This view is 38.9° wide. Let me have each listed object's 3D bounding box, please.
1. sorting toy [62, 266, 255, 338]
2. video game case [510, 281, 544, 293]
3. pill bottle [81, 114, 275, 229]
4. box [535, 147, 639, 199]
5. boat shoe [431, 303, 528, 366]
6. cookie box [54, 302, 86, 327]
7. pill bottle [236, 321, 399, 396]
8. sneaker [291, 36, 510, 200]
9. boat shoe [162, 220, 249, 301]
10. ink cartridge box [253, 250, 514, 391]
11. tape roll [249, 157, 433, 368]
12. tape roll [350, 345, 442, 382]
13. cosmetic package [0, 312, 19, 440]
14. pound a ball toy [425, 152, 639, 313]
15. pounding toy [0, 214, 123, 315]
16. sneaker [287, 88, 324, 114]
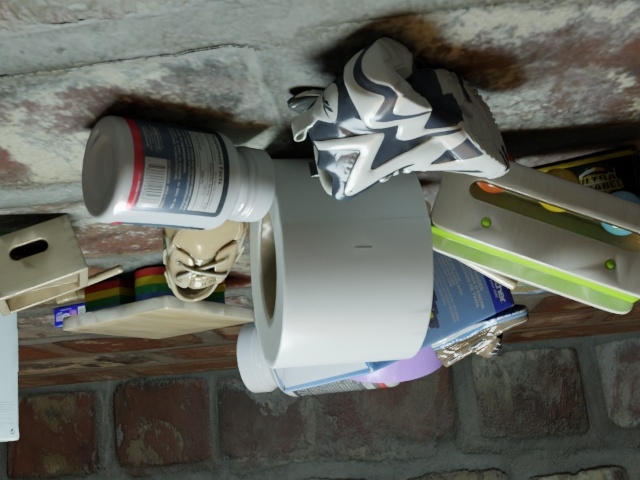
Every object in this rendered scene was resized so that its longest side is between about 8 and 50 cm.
[{"bbox_3d":[-0.296,0.115,1.685,0.255,0.089,0.257,-13,164,30],"label":"sorting toy"},{"bbox_3d":[0.451,0.090,1.984,0.212,0.023,0.193,2,165,-26],"label":"video game case"},{"bbox_3d":[-0.143,-0.065,0.937,0.180,0.108,0.108,5,164,-36],"label":"pill bottle"},{"bbox_3d":[0.363,-0.036,1.312,0.257,0.079,0.322,-10,166,29],"label":"box"},{"bbox_3d":[0.282,0.166,1.564,0.183,0.066,0.066,-24,-177,26],"label":"boat shoe"},{"bbox_3d":[-0.494,0.163,1.922,0.092,0.040,0.107,-12,166,25],"label":"cookie box"},{"bbox_3d":[0.002,0.255,2.123,0.363,0.210,0.210,-9,166,19],"label":"pill bottle"},{"bbox_3d":[0.069,-0.093,0.867,0.153,0.094,0.235,-28,156,32],"label":"sneaker"},{"bbox_3d":[-0.156,0.010,1.243,0.122,0.110,0.341,-2,167,-11],"label":"boat shoe"},{"bbox_3d":[0.129,0.108,1.530,0.395,0.151,0.270,-21,178,-36],"label":"ink cartridge box"},{"bbox_3d":[0.016,0.024,1.067,0.169,0.246,0.246,-2,166,-13],"label":"tape roll"},{"bbox_3d":[0.120,0.180,1.814,0.275,0.090,0.275,-2,-160,1],"label":"tape roll"},{"bbox_3d":[-0.672,0.201,1.494,0.377,0.284,0.097,-11,164,23],"label":"cosmetic package"},{"bbox_3d":[0.250,-0.022,1.119,0.319,0.136,0.208,20,169,7],"label":"pound a ball toy"},{"bbox_3d":[-0.384,0.031,1.299,0.181,0.094,0.206,-21,172,-18],"label":"pounding toy"},{"bbox_3d":[0.005,-0.125,0.891,0.083,0.035,0.031,5,163,-35],"label":"sneaker"}]
